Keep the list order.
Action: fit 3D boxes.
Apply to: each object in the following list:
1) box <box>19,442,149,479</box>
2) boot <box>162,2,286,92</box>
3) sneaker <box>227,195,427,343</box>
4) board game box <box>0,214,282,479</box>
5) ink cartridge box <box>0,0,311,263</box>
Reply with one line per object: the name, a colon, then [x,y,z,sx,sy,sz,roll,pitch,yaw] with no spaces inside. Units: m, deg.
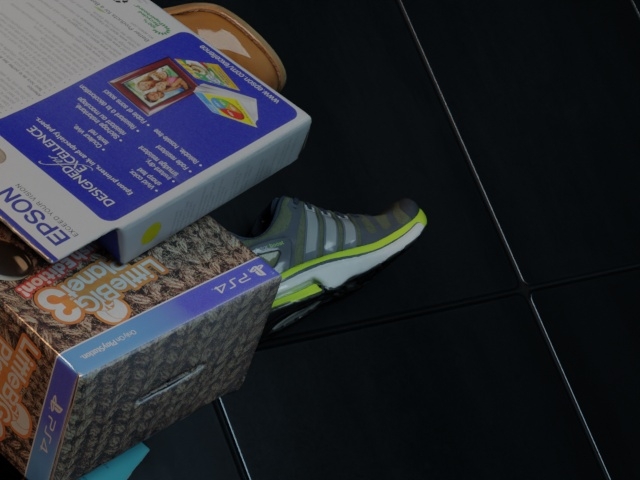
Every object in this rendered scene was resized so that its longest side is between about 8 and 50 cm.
box: [-0.246,0.247,1.224,0.060,0.100,0.244,46,45,-7]
boot: [-0.180,-0.159,1.514,0.283,0.109,0.220,29,48,-19]
sneaker: [0.000,0.000,1.574,0.300,0.111,0.121,-25,78,-47]
board game box: [-0.226,0.034,1.265,0.291,0.141,0.232,39,40,22]
ink cartridge box: [-0.218,-0.111,1.272,0.303,0.072,0.307,38,47,21]
